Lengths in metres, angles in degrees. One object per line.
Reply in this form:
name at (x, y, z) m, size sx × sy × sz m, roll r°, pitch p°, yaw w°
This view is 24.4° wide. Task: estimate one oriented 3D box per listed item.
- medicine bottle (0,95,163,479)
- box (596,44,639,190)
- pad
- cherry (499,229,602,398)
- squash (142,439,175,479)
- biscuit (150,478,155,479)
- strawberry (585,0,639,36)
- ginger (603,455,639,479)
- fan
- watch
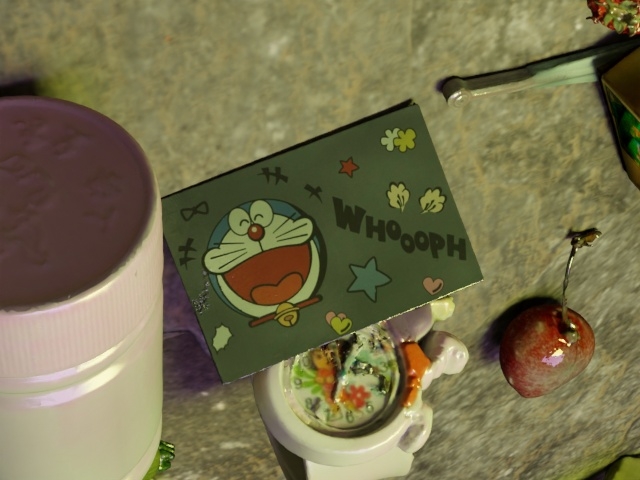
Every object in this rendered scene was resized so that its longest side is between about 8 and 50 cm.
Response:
medicine bottle at (-0.218, 0.064, 1.119) m, size 0.202 × 0.202 × 0.316 m, roll -16°, pitch 146°, yaw -19°
box at (0.342, -0.071, 1.378) m, size 0.071 × 0.159 × 0.240 m, roll -35°, pitch 153°, yaw 2°
pad at (0.000, 0.000, 1.257) m, size 0.246 × 0.170 × 0.006 m, roll -21°, pitch -177°, yaw -9°
cherry at (0.268, 0.086, 1.632) m, size 0.107 × 0.090 × 0.225 m, roll 8°, pitch 125°, yaw -27°
squash at (-0.256, 0.229, 1.449) m, size 0.258 × 0.069 × 0.069 m, roll -10°, pitch 143°, yaw -28°
biscuit at (-0.236, 0.350, 1.614) m, size 0.179 × 0.084 × 0.281 m, roll 9°, pitch 131°, yaw -43°
strawberry at (0.261, -0.213, 1.235) m, size 0.083 × 0.073 × 0.073 m, roll -58°, pitch 156°, yaw -23°
ginger at (0.338, 0.480, 2.165) m, size 0.413 × 0.211 × 0.358 m, roll -26°, pitch 162°, yaw 14°
fan at (0.231, -0.150, 1.328) m, size 0.282 × 0.023 × 0.057 m, roll -14°, pitch 154°, yaw -21°
watch at (0.018, 0.107, 1.378) m, size 0.196 × 0.244 × 0.231 m, roll -16°, pitch 166°, yaw -11°
